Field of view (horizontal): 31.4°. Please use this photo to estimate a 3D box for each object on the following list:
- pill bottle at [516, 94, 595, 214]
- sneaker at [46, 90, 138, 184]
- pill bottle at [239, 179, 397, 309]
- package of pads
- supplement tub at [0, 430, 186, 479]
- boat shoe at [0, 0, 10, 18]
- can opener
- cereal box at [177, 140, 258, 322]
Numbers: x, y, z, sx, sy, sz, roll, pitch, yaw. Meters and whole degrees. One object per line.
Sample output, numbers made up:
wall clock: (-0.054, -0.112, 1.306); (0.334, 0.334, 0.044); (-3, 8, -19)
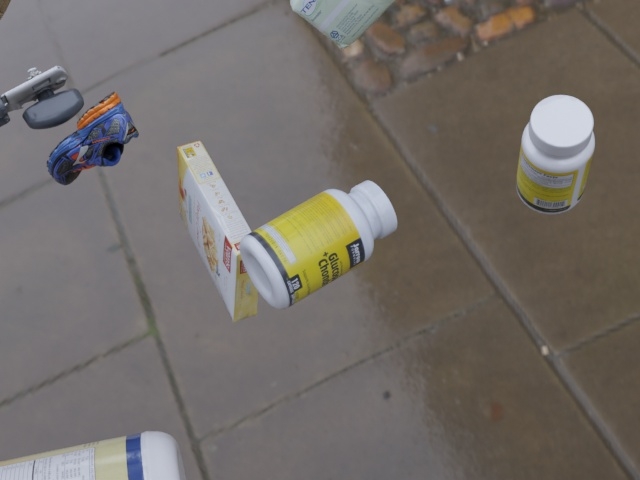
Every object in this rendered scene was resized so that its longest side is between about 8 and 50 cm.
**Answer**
pill bottle: (0.389, -0.141, 1.877); (0.119, 0.208, 0.119); (-2, 62, 4)
sneaker: (-0.370, -0.145, 1.840); (0.221, 0.087, 0.083); (-39, 4, 45)
pill bottle: (0.000, 0.000, 1.403); (0.184, 0.103, 0.103); (-30, 43, -17)
package of pads: (0.083, -0.388, 1.339); (0.229, 0.101, 0.297); (-44, 20, 31)
supplement tub: (-0.284, 0.332, 1.153); (0.316, 0.228, 0.228); (-11, 43, -7)
boat shoe: (-0.442, -0.266, 1.324); (0.285, 0.102, 0.092); (-42, 41, 37)
can opener: (-0.517, -0.195, 1.815); (0.280, 0.074, 0.093); (-28, 77, -14)
cereal box: (-0.161, -0.014, 1.779); (0.047, 0.173, 0.240); (-17, 54, -19)
